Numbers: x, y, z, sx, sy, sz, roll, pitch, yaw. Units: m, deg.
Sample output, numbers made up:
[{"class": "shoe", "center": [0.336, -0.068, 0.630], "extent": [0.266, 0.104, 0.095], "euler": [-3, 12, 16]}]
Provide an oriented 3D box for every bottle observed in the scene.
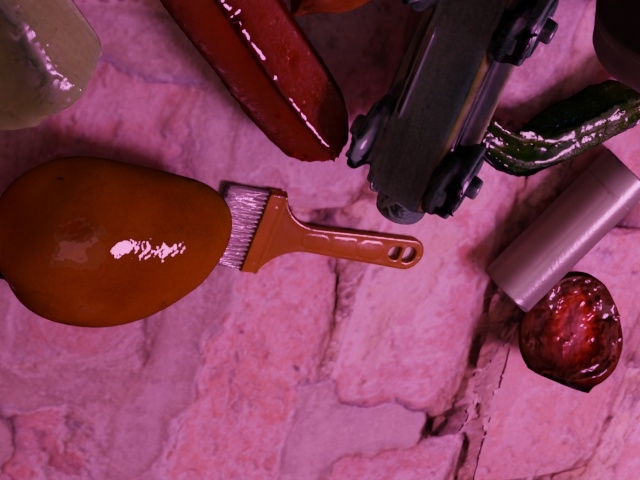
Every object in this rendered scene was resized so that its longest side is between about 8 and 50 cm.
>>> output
[{"class": "bottle", "center": [0.285, -0.012, 1.977], "extent": [0.201, 0.072, 0.072], "euler": [-45, 129, 8]}]

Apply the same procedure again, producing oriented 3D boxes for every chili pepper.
[{"class": "chili pepper", "center": [0.284, -0.137, 1.887], "extent": [0.279, 0.065, 0.122], "euler": [-21, 162, -11]}]

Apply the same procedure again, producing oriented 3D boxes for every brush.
[{"class": "brush", "center": [0.000, 0.000, 1.889], "extent": [0.272, 0.013, 0.103], "euler": [9, 118, -30]}]

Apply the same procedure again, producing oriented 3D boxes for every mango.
[{"class": "mango", "center": [-0.211, 0.006, 1.713], "extent": [0.254, 0.139, 0.175], "euler": [11, 123, -38]}]

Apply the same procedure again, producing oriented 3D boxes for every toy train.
[{"class": "toy train", "center": [0.143, -0.190, 1.708], "extent": [0.150, 0.237, 0.369], "euler": [26, 128, 4]}]

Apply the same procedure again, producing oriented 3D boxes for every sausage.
[{"class": "sausage", "center": [-0.071, -0.199, 1.669], "extent": [0.102, 0.102, 0.330], "euler": [-36, 129, 1]}]

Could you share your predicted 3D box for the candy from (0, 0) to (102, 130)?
[{"class": "candy", "center": [-0.324, -0.248, 1.504], "extent": [0.343, 0.142, 0.132], "euler": [61, 41, -38]}]

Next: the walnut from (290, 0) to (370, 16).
[{"class": "walnut", "center": [0.039, -0.295, 1.643], "extent": [0.116, 0.116, 0.207], "euler": [33, 97, -37]}]

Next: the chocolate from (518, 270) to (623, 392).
[{"class": "chocolate", "center": [0.300, 0.104, 2.031], "extent": [0.124, 0.127, 0.133], "euler": [24, 93, -25]}]

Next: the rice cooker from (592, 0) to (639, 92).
[{"class": "rice cooker", "center": [0.436, -0.285, 1.719], "extent": [0.335, 0.335, 0.325], "euler": [-11, 125, -19]}]
